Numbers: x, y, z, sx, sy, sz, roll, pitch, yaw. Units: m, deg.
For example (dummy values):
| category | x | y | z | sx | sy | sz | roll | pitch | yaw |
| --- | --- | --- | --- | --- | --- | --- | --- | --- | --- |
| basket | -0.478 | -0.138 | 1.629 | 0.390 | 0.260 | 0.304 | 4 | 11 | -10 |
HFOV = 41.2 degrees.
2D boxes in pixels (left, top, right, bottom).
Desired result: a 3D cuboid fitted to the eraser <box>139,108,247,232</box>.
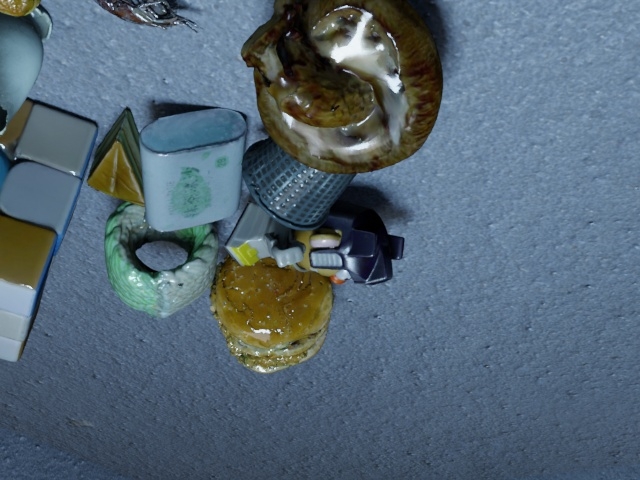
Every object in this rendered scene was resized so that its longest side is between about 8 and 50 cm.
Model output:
| category | x | y | z | sx | sy | sz | roll | pitch | yaw |
| --- | --- | --- | --- | --- | --- | --- | --- | --- | --- |
| eraser | -0.215 | -0.114 | 1.430 | 0.174 | 0.081 | 0.227 | -15 | 153 | -17 |

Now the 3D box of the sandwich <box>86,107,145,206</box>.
| category | x | y | z | sx | sy | sz | roll | pitch | yaw |
| --- | --- | --- | --- | --- | --- | --- | --- | --- | --- |
| sandwich | -0.317 | -0.139 | 1.457 | 0.114 | 0.079 | 0.163 | 22 | 144 | -23 |

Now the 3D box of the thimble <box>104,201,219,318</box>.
| category | x | y | z | sx | sy | sz | roll | pitch | yaw |
| --- | --- | --- | --- | --- | --- | --- | --- | --- | --- |
| thimble | -0.295 | 0.028 | 1.581 | 0.219 | 0.218 | 0.150 | 11 | 145 | -3 |

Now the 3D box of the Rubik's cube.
| category | x | y | z | sx | sy | sz | roll | pitch | yaw |
| --- | --- | --- | --- | --- | --- | --- | --- | --- | --- |
| Rubik's cube | -0.611 | -0.040 | 1.447 | 0.347 | 0.344 | 0.347 | 21 | 148 | -15 |

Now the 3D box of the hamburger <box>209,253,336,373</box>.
| category | x | y | z | sx | sy | sz | roll | pitch | yaw |
| --- | --- | --- | --- | --- | --- | --- | --- | --- | --- |
| hamburger | -0.105 | 0.128 | 1.685 | 0.261 | 0.245 | 0.211 | 29 | 151 | 8 |

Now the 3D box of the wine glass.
| category | x | y | z | sx | sy | sz | roll | pitch | yaw |
| --- | --- | --- | --- | --- | --- | --- | --- | --- | --- |
| wine glass | -0.454 | -0.252 | 1.201 | 0.111 | 0.204 | 0.111 | 6 | 144 | 4 |

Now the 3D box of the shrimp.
| category | x | y | z | sx | sy | sz | roll | pitch | yaw |
| --- | --- | --- | --- | --- | --- | --- | --- | --- | --- |
| shrimp | -0.237 | -0.323 | 1.165 | 0.165 | 0.056 | 0.065 | 12 | 142 | -9 |

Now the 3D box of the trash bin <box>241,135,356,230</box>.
| category | x | y | z | sx | sy | sz | roll | pitch | yaw |
| --- | --- | --- | --- | --- | --- | --- | --- | --- | --- |
| trash bin | -0.011 | -0.127 | 1.324 | 0.176 | 0.175 | 0.161 | 27 | 135 | -25 |

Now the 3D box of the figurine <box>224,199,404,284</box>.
| category | x | y | z | sx | sy | sz | roll | pitch | yaw |
| --- | --- | --- | --- | --- | --- | --- | --- | --- | --- |
| figurine | -0.002 | -0.002 | 1.477 | 0.309 | 0.308 | 0.143 | -3 | 114 | 19 |

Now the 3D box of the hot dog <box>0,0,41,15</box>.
| category | x | y | z | sx | sy | sz | roll | pitch | yaw |
| --- | --- | --- | --- | --- | --- | --- | --- | --- | --- |
| hot dog | -0.364 | -0.403 | 1.009 | 0.083 | 0.068 | 0.288 | 23 | 132 | 6 |

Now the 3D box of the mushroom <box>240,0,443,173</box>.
| category | x | y | z | sx | sy | sz | roll | pitch | yaw |
| --- | --- | --- | --- | --- | --- | --- | --- | --- | --- |
| mushroom | 0.025 | -0.221 | 1.122 | 0.263 | 0.195 | 0.283 | -24 | 151 | 31 |
